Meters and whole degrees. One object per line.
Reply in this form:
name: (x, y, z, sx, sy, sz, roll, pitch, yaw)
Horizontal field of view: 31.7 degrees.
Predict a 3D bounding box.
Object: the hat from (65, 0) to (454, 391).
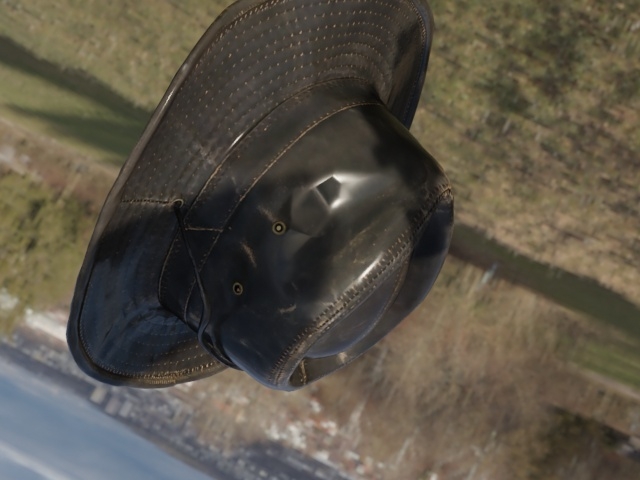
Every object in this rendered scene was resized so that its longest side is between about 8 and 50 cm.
hat: (0.000, 0.000, 0.719, 0.134, 0.331, 0.331, 40, 174, 27)
